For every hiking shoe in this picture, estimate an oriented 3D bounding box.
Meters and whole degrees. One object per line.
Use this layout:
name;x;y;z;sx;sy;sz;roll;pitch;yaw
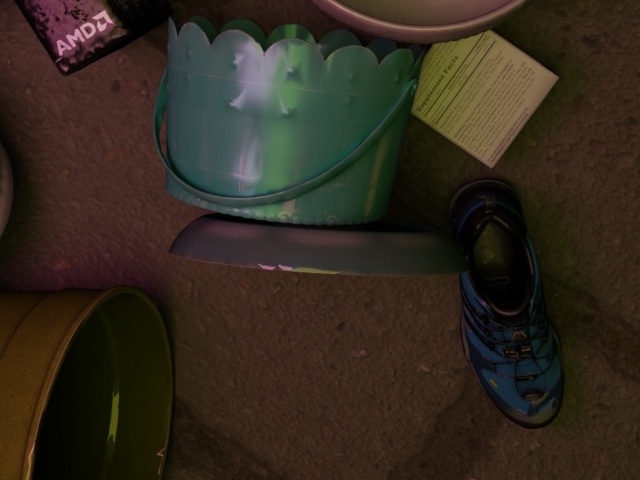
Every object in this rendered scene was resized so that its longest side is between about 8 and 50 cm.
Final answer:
hiking shoe;0.205;0.086;1.468;0.113;0.132;0.304;-16;103;9

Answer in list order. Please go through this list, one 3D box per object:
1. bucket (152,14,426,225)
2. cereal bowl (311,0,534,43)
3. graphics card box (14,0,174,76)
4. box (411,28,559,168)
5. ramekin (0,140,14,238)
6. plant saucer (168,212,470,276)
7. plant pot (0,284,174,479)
bucket;-0.037;-0.129;1.357;0.281;0.281;0.183;7;102;3
cereal bowl;0.103;-0.358;1.332;0.339;0.141;0.339;0;83;3
graphics card box;-0.302;-0.359;1.343;0.094;0.233;0.371;-29;100;11
box;0.169;-0.172;1.435;0.137;0.072;0.126;34;105;-5
ramekin;-0.487;-0.069;1.413;0.277;0.135;0.277;-2;65;4
plant saucer;0.000;0.000;1.373;0.318;0.317;0.043;3;95;4
plant pot;-0.398;0.209;1.469;0.353;0.366;0.366;7;106;16
